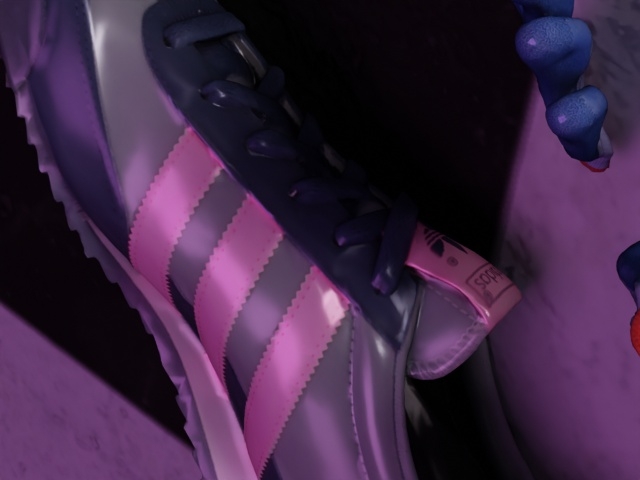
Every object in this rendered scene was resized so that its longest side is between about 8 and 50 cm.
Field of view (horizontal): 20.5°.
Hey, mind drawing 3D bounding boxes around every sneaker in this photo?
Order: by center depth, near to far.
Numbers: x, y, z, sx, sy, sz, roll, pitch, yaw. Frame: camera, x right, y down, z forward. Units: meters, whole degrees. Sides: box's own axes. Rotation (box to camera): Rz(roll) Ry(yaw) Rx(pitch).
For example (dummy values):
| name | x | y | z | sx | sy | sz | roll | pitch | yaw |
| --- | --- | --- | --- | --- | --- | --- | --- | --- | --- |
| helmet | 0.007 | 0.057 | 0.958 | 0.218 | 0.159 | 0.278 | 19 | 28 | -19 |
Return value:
| name | x | y | z | sx | sy | sz | roll | pitch | yaw |
| --- | --- | --- | --- | --- | --- | --- | --- | --- | --- |
| sneaker | 0.000 | 0.000 | 0.623 | 0.131 | 0.112 | 0.319 | -20 | 100 | 32 |

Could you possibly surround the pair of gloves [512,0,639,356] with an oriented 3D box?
| name | x | y | z | sx | sy | sz | roll | pitch | yaw |
| --- | --- | --- | --- | --- | --- | --- | --- | --- | --- |
| pair of gloves | 0.083 | -0.011 | 0.484 | 0.023 | 0.159 | 0.198 | -21 | 80 | 10 |
